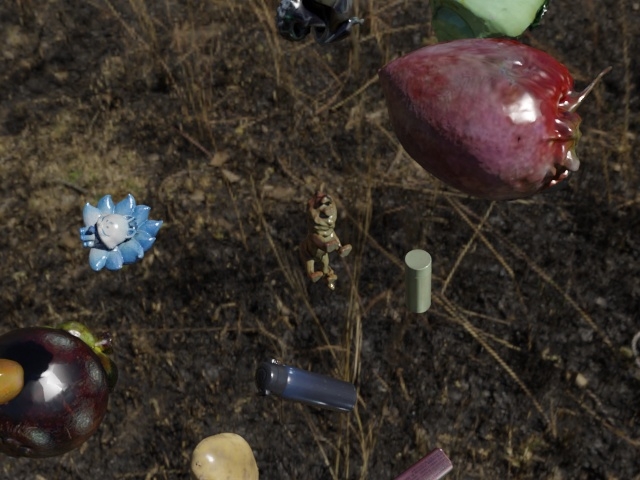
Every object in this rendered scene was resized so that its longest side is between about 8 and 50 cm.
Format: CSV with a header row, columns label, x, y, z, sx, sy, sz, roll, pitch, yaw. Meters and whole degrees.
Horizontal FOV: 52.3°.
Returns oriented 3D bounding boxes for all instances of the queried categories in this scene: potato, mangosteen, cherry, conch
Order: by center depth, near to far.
label,x,y,z,sx,sy,sz,roll,pitch,yaw
cherry,0.181,-0.148,0.751,0.250,0.175,0.192,22,72,4
conch,0.271,-0.377,0.965,0.251,0.137,0.143,-32,34,14
potato,-0.215,0.503,1.416,0.128,0.235,0.161,-10,77,14
mangosteen,-0.619,0.323,1.444,0.330,0.330,0.330,1,39,-1

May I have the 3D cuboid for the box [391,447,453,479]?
label,x,y,z,sx,sy,sz,roll,pitch,yaw
box,0.195,0.572,1.497,0.224,0.120,0.069,-23,61,-31

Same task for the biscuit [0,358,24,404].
label,x,y,z,sx,sy,sz,roll,pitch,yaw
biscuit,-0.344,0.113,0.453,0.164,0.047,0.208,12,15,33

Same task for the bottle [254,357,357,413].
label,x,y,z,sx,sy,sz,roll,pitch,yaw
bottle,-0.030,0.314,1.406,0.244,0.072,0.082,22,66,-35

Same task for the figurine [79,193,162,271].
label,x,y,z,sx,sy,sz,roll,pitch,yaw
figurine,-0.266,-0.012,0.882,0.114,0.079,0.114,-2,63,5

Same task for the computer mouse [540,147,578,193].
label,x,y,z,sx,sy,sz,roll,pitch,yaw
computer mouse,0.293,-0.147,1.002,0.217,0.122,0.073,20,15,-20

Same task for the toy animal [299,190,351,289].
label,x,y,z,sx,sy,sz,roll,pitch,yaw
toy animal,0.000,0.000,1.683,0.097,0.312,0.157,-15,62,-22

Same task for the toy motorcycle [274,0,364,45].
label,x,y,z,sx,sy,sz,roll,pitch,yaw
toy motorcycle,0.027,-0.458,1.150,0.159,0.270,0.106,24,9,-47

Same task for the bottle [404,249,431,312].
label,x,y,z,sx,sy,sz,roll,pitch,yaw
bottle,0.266,0.113,1.778,0.072,0.201,0.072,-4,49,5
